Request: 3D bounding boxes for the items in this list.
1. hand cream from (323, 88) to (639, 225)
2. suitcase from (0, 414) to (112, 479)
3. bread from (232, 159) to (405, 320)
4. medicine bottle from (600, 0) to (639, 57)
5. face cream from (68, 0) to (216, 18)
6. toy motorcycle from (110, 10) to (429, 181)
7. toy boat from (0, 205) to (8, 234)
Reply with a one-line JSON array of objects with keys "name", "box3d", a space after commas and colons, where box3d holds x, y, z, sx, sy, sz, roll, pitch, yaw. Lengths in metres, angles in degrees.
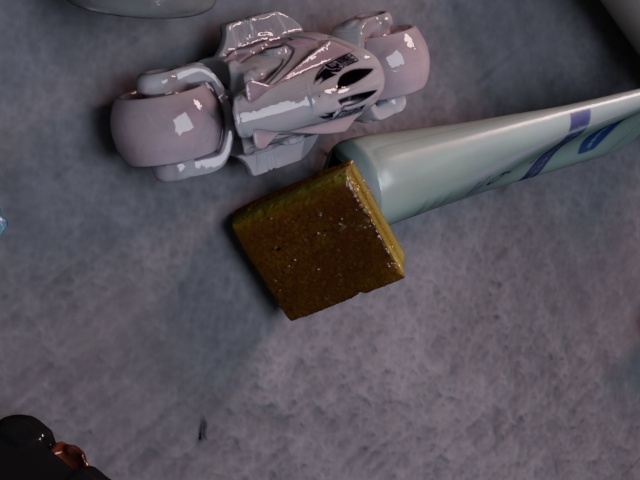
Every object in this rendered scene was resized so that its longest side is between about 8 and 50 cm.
[{"name": "hand cream", "box3d": [0.139, -0.070, 1.471, 0.321, 0.109, 0.067, -16, 70, -34]}, {"name": "suitcase", "box3d": [-0.154, 0.246, 1.162, 0.206, 0.285, 0.066, -41, 150, -28]}, {"name": "bread", "box3d": [0.000, 0.000, 1.364, 0.090, 0.094, 0.035, 58, 22, -25]}, {"name": "medicine bottle", "box3d": [0.284, -0.213, 1.533, 0.258, 0.143, 0.143, 49, 66, -30]}, {"name": "face cream", "box3d": [-0.105, -0.268, 1.216, 0.101, 0.101, 0.251, -10, 113, -37]}, {"name": "toy motorcycle", "box3d": [-0.022, -0.098, 1.325, 0.254, 0.112, 0.112, -19, 106, -34]}, {"name": "toy boat", "box3d": [-0.273, 0.047, 1.152, 0.109, 0.098, 0.238, 47, 67, -28]}]
